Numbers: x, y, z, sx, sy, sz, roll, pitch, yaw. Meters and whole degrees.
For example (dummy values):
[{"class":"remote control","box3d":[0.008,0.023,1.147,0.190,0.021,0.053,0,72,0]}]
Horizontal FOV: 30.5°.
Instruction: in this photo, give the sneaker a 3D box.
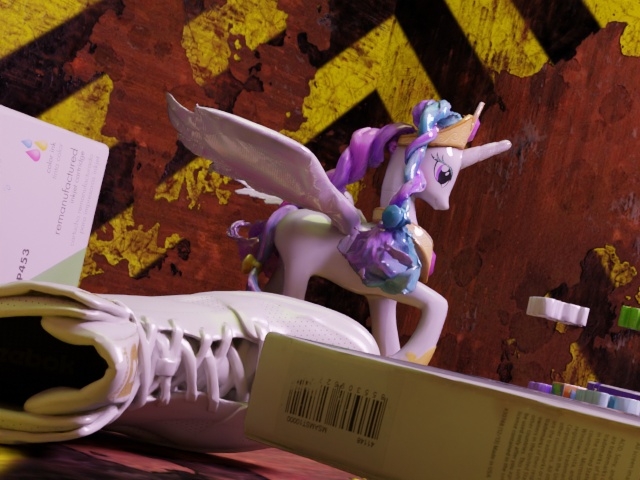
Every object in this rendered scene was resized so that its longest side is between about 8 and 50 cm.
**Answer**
[{"class":"sneaker","box3d":[-0.093,0.079,0.668,0.293,0.108,0.169,4,0,-11]}]

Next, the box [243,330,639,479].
[{"class":"box","box3d":[0.152,0.115,0.593,0.232,0.058,0.322,10,-5,41]}]

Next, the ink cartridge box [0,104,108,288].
[{"class":"ink cartridge box","box3d":[-0.335,-0.023,0.911,0.119,0.207,0.353,10,-4,29]}]

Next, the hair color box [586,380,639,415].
[{"class":"hair color box","box3d":[0.375,0.211,1.069,0.185,0.110,0.339,15,-2,-7]}]

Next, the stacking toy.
[{"class":"stacking toy","box3d":[0.223,0.137,0.985,0.052,0.167,0.221,14,-5,-16]}]

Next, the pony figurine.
[{"class":"pony figurine","box3d":[0.000,0.000,1.262,0.351,0.363,0.303,13,-3,11]}]
